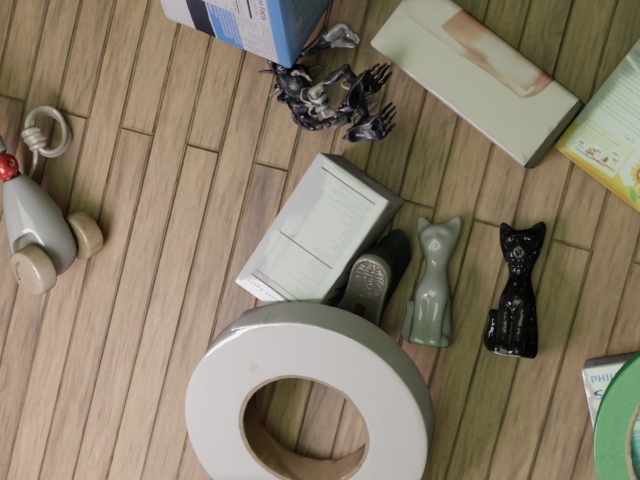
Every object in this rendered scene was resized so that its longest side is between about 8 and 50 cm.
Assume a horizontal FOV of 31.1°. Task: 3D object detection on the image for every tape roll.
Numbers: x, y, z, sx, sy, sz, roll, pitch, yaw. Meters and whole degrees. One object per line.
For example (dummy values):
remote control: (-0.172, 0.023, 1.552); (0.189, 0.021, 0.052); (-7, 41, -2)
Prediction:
tape roll: (0.535, 0.281, 1.559); (0.321, 0.077, 0.321); (0, 91, 14)
tape roll: (-0.019, 0.277, 1.772); (0.392, 0.072, 0.392); (7, 117, 13)

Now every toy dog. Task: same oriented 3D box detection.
toy dog: (-0.515, -0.054, 1.938); (0.161, 0.220, 0.333); (-32, 73, 46)

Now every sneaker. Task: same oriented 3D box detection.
sneaker: (0.083, 0.090, 1.816); (0.083, 0.118, 0.222); (33, 129, 12)

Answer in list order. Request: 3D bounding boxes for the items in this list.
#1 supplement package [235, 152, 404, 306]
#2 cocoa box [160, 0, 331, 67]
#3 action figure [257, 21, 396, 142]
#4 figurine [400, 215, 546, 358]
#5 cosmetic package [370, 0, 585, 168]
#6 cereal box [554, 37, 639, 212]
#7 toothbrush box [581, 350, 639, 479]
supplement package: (0.000, 0.000, 1.801); (0.139, 0.134, 0.244); (36, 101, 11)
cocoa box: (-0.069, -0.480, 1.699); (0.228, 0.231, 0.347); (25, 72, 14)
action figure: (0.018, -0.238, 1.779); (0.141, 0.276, 0.164); (-32, 123, -20)
figurine: (0.235, 0.066, 1.770); (0.215, 0.092, 0.209); (6, 85, 16)
cosmetic package: (0.238, -0.248, 1.719); (0.296, 0.153, 0.129); (41, 102, 10)
cereal box: (0.489, -0.182, 1.702); (0.173, 0.047, 0.240); (40, 101, 11)
toothbrush box: (0.516, 0.304, 1.668); (0.216, 0.126, 0.295); (-10, 87, 15)
